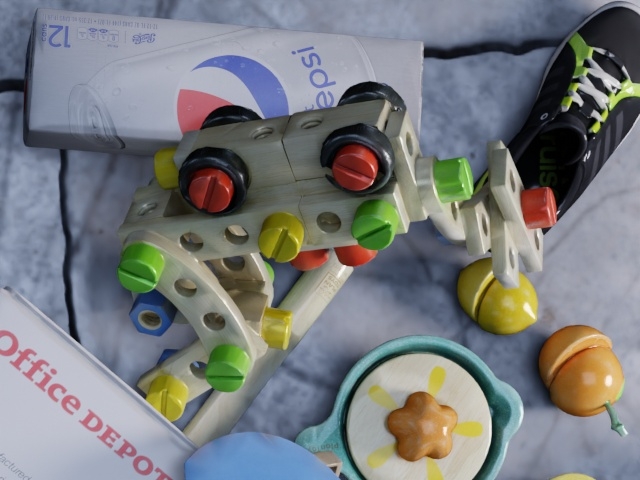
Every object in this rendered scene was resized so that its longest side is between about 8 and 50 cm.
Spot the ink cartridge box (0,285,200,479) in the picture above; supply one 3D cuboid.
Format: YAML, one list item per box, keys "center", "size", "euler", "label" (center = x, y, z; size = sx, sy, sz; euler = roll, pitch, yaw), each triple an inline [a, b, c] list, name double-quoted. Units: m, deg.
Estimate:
- center: [-0.241, 0.202, 1.364]
  size: [0.207, 0.117, 0.283]
  euler: [41, 79, -4]
  label: "ink cartridge box"

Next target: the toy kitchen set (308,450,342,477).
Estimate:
- center: [-0.007, 0.205, 1.372]
  size: [0.068, 0.083, 0.075]
  euler: [-4, 122, -37]
  label: "toy kitchen set"

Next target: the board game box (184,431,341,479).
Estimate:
- center: [-0.039, 0.215, 1.326]
  size: [0.133, 0.033, 0.169]
  euler: [11, 60, -32]
  label: "board game box"

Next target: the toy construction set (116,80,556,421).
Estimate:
- center: [0.000, 0.000, 1.358]
  size: [0.327, 0.151, 0.215]
  euler: [-16, 121, 6]
  label: "toy construction set"

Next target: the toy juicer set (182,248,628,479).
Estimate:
- center: [0.082, 0.102, 1.449]
  size: [0.329, 0.089, 0.209]
  euler: [18, 82, -8]
  label: "toy juicer set"

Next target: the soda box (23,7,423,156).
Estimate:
- center: [-0.073, -0.107, 1.436]
  size: [0.286, 0.098, 0.091]
  euler: [4, 84, -11]
  label: "soda box"

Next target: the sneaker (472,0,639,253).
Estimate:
- center: [0.196, -0.082, 1.483]
  size: [0.084, 0.097, 0.235]
  euler: [33, 80, -6]
  label: "sneaker"
